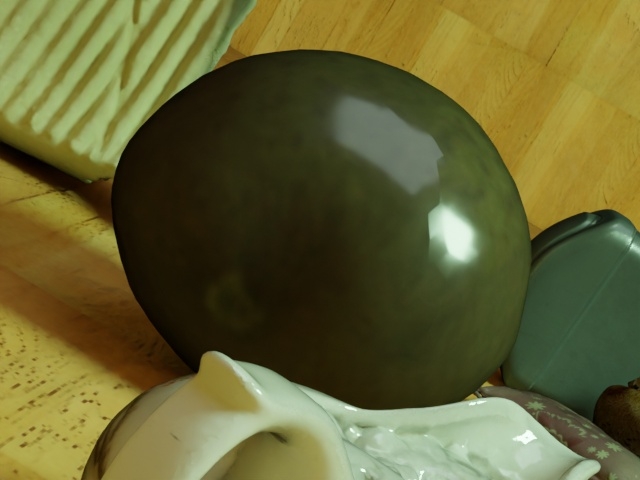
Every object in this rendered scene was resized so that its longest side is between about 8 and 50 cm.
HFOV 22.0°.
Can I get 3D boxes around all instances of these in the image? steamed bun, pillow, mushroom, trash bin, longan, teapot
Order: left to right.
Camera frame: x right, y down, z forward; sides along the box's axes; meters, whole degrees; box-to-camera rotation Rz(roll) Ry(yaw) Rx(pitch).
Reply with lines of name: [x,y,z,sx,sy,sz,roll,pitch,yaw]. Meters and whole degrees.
steamed bun: [-0.187,-0.197,1.291,0.274,0.290,0.272,21,-4,-5]
longan: [0.000,0.000,0.942,0.248,0.248,0.248,29,9,-5]
teapot: [0.008,0.114,0.594,0.204,0.139,0.298,37,11,24]
pillow: [0.195,0.156,1.235,0.118,0.043,0.185,20,14,-46]
trash bin: [0.265,0.086,1.420,0.236,0.176,0.101,33,8,-3]
mushroom: [0.276,0.159,1.310,0.127,0.087,0.127,33,0,0]
